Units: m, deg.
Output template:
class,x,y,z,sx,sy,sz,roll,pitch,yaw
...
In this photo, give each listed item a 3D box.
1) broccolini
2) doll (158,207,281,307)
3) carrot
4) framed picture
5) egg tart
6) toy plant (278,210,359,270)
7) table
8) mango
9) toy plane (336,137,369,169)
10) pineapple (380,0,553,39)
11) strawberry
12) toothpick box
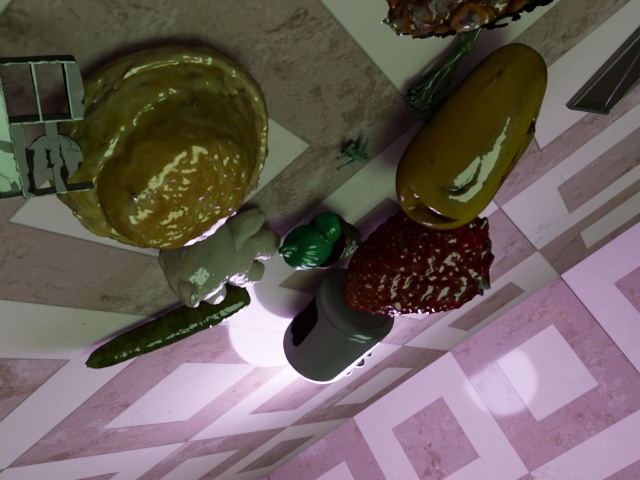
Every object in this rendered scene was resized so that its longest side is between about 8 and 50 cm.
class,x,y,z,sx,sy,sz,roll,pitch,yaw
broccolini,0.209,-0.299,0.911,0.216,0.058,0.067,-57,180,30
doll,-0.180,0.028,1.008,0.149,0.175,0.278,0,175,26
carrot,-0.313,0.182,1.165,0.359,0.074,0.074,-25,153,-8
framed picture,0.709,-0.403,1.263,0.213,0.016,0.289,-6,145,-40
egg tart,-0.186,-0.089,0.732,0.319,0.128,0.319,-24,145,-18
toy plant,0.000,0.000,1.121,0.143,0.105,0.200,-46,159,29
table,-0.336,-0.116,0.577,0.175,0.062,0.146,-13,126,-28
mango,0.264,-0.179,0.997,0.253,0.182,0.365,-38,157,-48
toy plane,0.062,-0.156,1.007,0.080,0.033,0.083,-45,157,24
pineapple,0.128,-0.380,0.542,0.262,0.262,0.271,-33,130,4
strawberry,0.213,0.035,1.288,0.344,0.292,0.292,-8,149,-8
toothpick box,0.038,0.246,1.463,0.229,0.229,0.316,-7,145,-39
